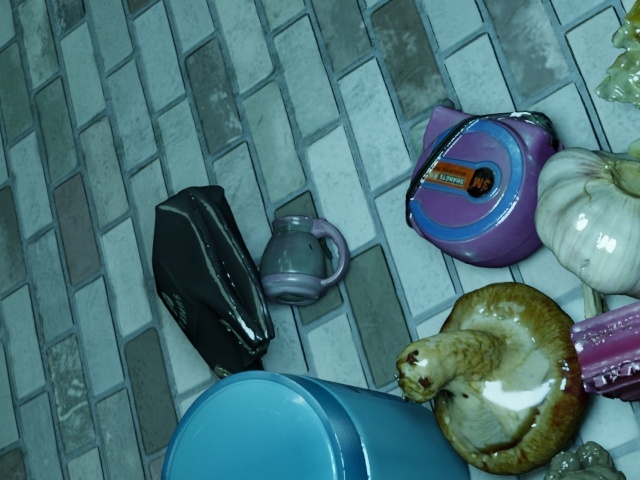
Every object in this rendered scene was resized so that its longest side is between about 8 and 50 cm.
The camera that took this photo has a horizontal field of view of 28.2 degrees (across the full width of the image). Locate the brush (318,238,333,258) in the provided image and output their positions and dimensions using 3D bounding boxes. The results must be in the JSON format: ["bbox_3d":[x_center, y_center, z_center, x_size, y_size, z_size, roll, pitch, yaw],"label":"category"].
[{"bbox_3d":[0.000,0.000,2.154,0.024,0.008,0.083,-46,56,20],"label":"brush"}]

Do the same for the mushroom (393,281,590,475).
[{"bbox_3d":[0.257,0.196,1.801,0.267,0.254,0.267,2,98,17],"label":"mushroom"}]

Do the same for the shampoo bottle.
[{"bbox_3d":[0.001,0.368,1.849,0.331,0.343,0.331,-10,74,35],"label":"shampoo bottle"}]

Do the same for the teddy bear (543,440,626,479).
[{"bbox_3d":[0.367,0.348,1.674,0.177,0.190,0.140,31,91,33],"label":"teddy bear"}]

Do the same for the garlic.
[{"bbox_3d":[0.400,0.013,1.748,0.245,0.245,0.253,43,138,36],"label":"garlic"}]

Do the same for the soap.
[{"bbox_3d":[0.476,0.134,1.668,0.250,0.162,0.099,-22,60,30],"label":"soap"}]

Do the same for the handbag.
[{"bbox_3d":[-0.167,0.108,2.101,0.152,0.342,0.288,-25,64,-19],"label":"handbag"}]

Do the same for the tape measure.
[{"bbox_3d":[0.250,-0.084,1.906,0.232,0.149,0.245,18,82,42],"label":"tape measure"}]

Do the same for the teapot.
[{"bbox_3d":[-0.035,0.025,2.105,0.148,0.116,0.146,-21,61,49],"label":"teapot"}]

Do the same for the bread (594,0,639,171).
[{"bbox_3d":[0.533,-0.192,1.663,0.370,0.191,0.314,13,62,47],"label":"bread"}]
